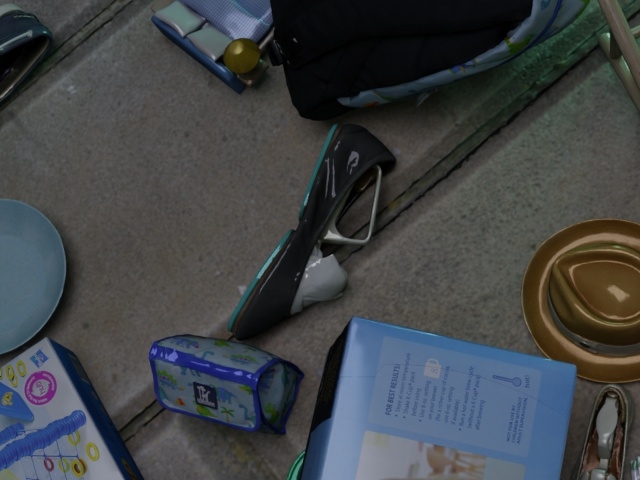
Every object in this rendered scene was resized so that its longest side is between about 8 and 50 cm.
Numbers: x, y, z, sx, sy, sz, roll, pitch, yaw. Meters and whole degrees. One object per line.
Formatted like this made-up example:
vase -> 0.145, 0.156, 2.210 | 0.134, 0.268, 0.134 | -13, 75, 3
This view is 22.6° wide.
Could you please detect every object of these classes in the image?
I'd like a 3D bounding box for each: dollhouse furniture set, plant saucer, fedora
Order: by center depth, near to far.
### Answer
fedora -> 0.302, 0.054, 1.681 | 0.194, 0.079, 0.194 | -5, 71, 14
dollhouse furniture set -> -0.112, -0.379, 1.869 | 0.303, 0.198, 0.286 | 41, 86, 22
plant saucer -> -0.384, 0.048, 1.887 | 0.195, 0.037, 0.195 | -5, 70, 13

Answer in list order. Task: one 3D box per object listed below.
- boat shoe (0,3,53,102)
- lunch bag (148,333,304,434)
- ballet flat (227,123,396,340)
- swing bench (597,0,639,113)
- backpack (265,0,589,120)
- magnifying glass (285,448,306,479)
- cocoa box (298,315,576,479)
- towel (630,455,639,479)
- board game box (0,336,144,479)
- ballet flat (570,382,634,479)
boat shoe -> -0.428, -0.176, 1.946 | 0.254, 0.095, 0.079 | -45, 56, -12
lunch bag -> -0.103, 0.149, 1.718 | 0.129, 0.151, 0.096 | 13, 76, 18
ballet flat -> 0.000, 0.000, 1.775 | 0.096, 0.095, 0.280 | 26, 80, 9
swing bench -> 0.456, -0.185, 1.678 | 0.253, 0.165, 0.254 | -25, 73, 5
backpack -> 0.124, -0.298, 1.717 | 0.273, 0.355, 0.290 | -13, 92, -33
magnifying glass -> -0.033, 0.308, 1.713 | 0.231, 0.026, 0.092 | -45, 67, -8
cocoa box -> 0.091, 0.277, 1.552 | 0.231, 0.228, 0.347 | 13, 75, -3
towel -> 0.377, 0.287, 1.615 | 0.113, 0.023, 0.152 | -8, 71, 13
board game box -> -0.343, 0.317, 1.762 | 0.302, 0.086, 0.308 | -34, 67, 2
ballet flat -> 0.286, 0.226, 1.643 | 0.057, 0.052, 0.168 | 5, 74, 16
